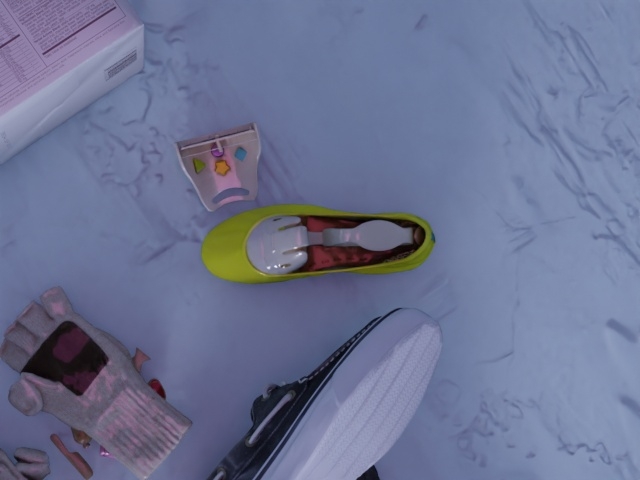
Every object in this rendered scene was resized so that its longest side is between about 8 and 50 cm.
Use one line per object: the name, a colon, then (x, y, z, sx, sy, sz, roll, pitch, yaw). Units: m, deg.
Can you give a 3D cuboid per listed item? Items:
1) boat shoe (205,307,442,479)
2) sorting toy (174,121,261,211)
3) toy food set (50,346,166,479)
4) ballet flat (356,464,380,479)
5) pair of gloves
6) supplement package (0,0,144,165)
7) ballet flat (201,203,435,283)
boat shoe: (-0.024, 0.184, 1.425, 0.119, 0.121, 0.335, 34, 80, 38)
sorting toy: (-0.096, -0.070, 1.484, 0.083, 0.045, 0.075, -15, 94, -8)
toy food set: (-0.197, 0.170, 1.460, 0.122, 0.019, 0.078, -41, 90, -10)
ballet flat: (0.055, 0.278, 1.449, 0.049, 0.057, 0.173, 0, 59, -29)
pair of gloves: (-0.269, 0.186, 1.419, 0.240, 0.042, 0.204, -42, 78, -7)
supplement package: (-0.315, -0.231, 1.391, 0.198, 0.199, 0.262, -35, 90, -9)
ballet flat: (0.000, 0.000, 1.469, 0.231, 0.077, 0.077, -2, 86, -7)
